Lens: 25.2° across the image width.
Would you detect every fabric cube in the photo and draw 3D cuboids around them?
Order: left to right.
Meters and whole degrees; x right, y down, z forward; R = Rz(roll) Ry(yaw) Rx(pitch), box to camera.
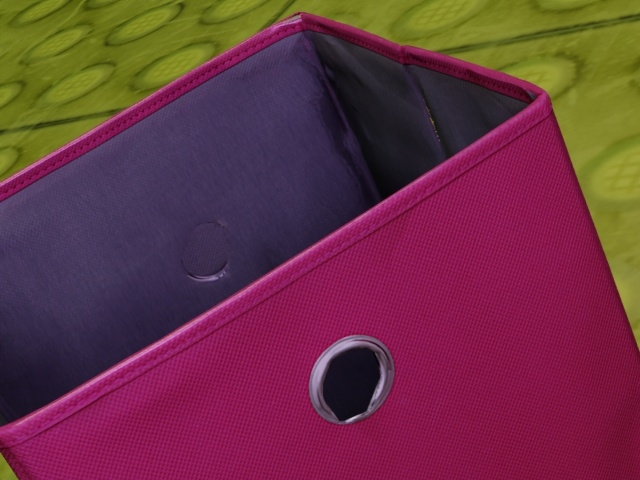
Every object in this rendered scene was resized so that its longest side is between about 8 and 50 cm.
[{"bbox_3d":[-0.014,0.077,0.679,0.254,0.258,0.259,-31,26,-13],"label":"fabric cube"}]

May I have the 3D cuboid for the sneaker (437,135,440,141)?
[{"bbox_3d":[0.000,0.000,1.002,0.153,0.094,0.235,-4,33,40],"label":"sneaker"}]
